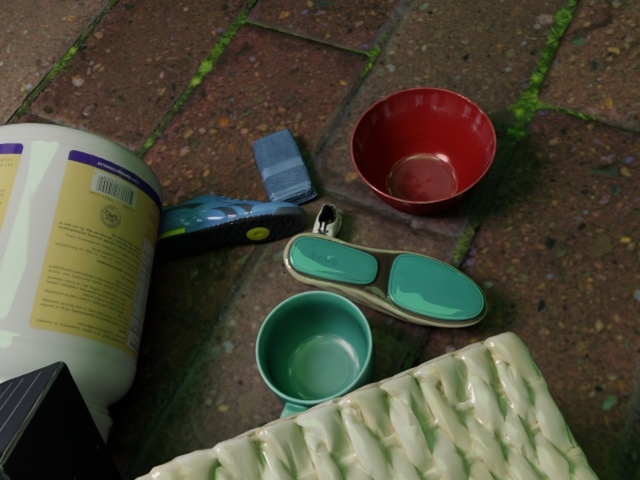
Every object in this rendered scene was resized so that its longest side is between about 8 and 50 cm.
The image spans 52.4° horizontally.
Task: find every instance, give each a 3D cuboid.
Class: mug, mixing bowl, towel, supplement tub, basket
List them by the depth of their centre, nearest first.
[{"bbox_3d":[0.045,0.277,0.495,0.328,0.266,0.331,-16,70,-20],"label":"basket"},{"bbox_3d":[-0.011,0.144,0.743,0.158,0.097,0.129,-39,63,-12],"label":"mug"},{"bbox_3d":[-0.322,0.061,0.748,0.241,0.241,0.331,0,66,9],"label":"supplement tub"},{"bbox_3d":[0.134,-0.102,0.857,0.182,0.098,0.181,-3,61,6],"label":"mixing bowl"},{"bbox_3d":[-0.053,-0.101,0.925,0.067,0.029,0.119,-19,61,-2],"label":"towel"}]

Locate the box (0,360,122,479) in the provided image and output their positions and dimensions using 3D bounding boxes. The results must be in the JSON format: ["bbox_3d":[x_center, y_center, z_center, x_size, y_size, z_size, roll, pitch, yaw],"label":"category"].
[{"bbox_3d":[-0.309,0.328,0.537,0.313,0.179,0.343,-20,105,-3],"label":"box"}]

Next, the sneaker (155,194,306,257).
[{"bbox_3d":[-0.125,-0.037,0.878,0.209,0.069,0.082,-9,56,4],"label":"sneaker"}]

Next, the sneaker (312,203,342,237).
[{"bbox_3d":[0.000,0.000,0.853,0.040,0.043,0.109,8,65,11],"label":"sneaker"}]

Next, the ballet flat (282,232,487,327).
[{"bbox_3d":[0.075,0.052,0.790,0.249,0.086,0.086,19,65,6],"label":"ballet flat"}]
